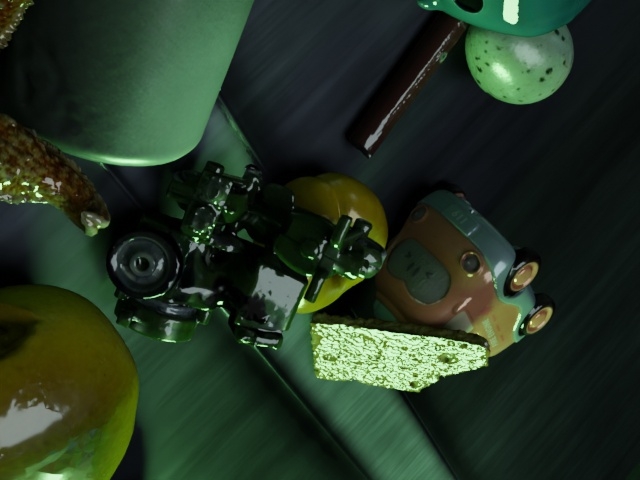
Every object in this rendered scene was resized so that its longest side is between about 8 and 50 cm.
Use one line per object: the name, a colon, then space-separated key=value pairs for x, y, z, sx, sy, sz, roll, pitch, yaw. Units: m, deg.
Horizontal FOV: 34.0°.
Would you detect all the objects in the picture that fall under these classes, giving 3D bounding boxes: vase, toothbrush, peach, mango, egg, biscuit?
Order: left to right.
mango: x=-0.314 y=0.206 z=0.946 sx=0.365 sy=0.182 sz=0.253 roll=-54 pitch=146 yaw=-3
vase: x=-0.140 y=-0.223 z=0.794 sx=0.245 sy=0.245 sz=0.291 roll=-12 pitch=136 yaw=-45
peach: x=0.000 y=0.000 z=1.224 sx=0.179 sy=0.103 sz=0.179 roll=-28 pitch=134 yaw=-33
biscuit: x=0.104 y=0.153 z=1.382 sx=0.131 sy=0.237 sz=0.026 roll=84 pitch=16 yaw=-48
toothbrush: x=0.152 y=-0.253 z=1.256 sx=0.364 sy=0.041 sz=0.041 roll=-54 pitch=145 yaw=-3
egg: x=0.244 y=-0.239 z=1.296 sx=0.131 sy=0.131 sz=0.164 roll=-59 pitch=150 yaw=4

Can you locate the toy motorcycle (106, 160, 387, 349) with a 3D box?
toy motorcycle: x=-0.078 y=0.030 z=1.078 sx=0.275 sy=0.127 sz=0.205 roll=20 pitch=103 yaw=-12

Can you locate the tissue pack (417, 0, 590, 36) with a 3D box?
tissue pack: x=0.196 y=-0.354 z=1.086 sx=0.206 sy=0.198 sz=0.287 roll=-43 pitch=145 yaw=-20

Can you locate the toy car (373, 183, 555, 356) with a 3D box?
toy car: x=0.179 y=0.073 z=1.444 sx=0.212 sy=0.180 sz=0.270 roll=-40 pitch=144 yaw=-6

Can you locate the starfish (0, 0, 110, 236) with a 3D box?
starfish: x=-0.276 y=-0.099 z=0.704 sx=0.303 sy=0.312 sz=0.113 roll=-46 pitch=-170 yaw=6
